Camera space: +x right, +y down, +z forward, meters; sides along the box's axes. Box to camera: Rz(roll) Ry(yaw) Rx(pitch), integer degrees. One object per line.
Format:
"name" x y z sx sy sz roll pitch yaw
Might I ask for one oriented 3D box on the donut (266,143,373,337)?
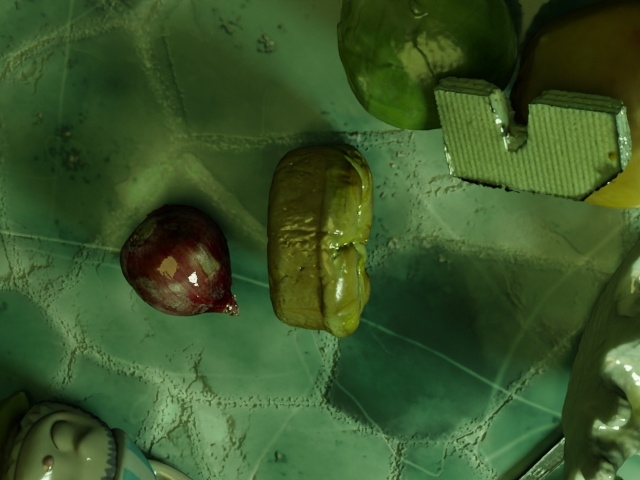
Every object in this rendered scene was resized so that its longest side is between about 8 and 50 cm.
"donut" 0.000 0.000 1.887 0.128 0.208 0.261 3 103 10

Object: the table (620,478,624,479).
"table" 0.417 0.410 2.017 0.082 0.070 0.083 -23 103 20

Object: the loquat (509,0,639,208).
"loquat" 0.377 -0.175 1.737 0.284 0.276 0.276 4 108 14

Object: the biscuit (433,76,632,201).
"biscuit" 0.254 -0.121 1.659 0.250 0.046 0.147 12 136 35

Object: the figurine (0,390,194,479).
"figurine" -0.369 0.440 2.067 0.378 0.266 0.361 24 116 2

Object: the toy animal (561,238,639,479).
"toy animal" 0.442 0.202 1.867 0.188 0.308 0.266 23 135 -20

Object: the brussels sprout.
"brussels sprout" 0.133 -0.259 1.785 0.244 0.244 0.244 3 108 9

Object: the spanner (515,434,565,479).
"spanner" 0.313 0.340 2.037 0.093 0.026 0.325 42 108 -4

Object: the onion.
"onion" -0.186 0.045 1.966 0.159 0.159 0.195 -34 113 18
